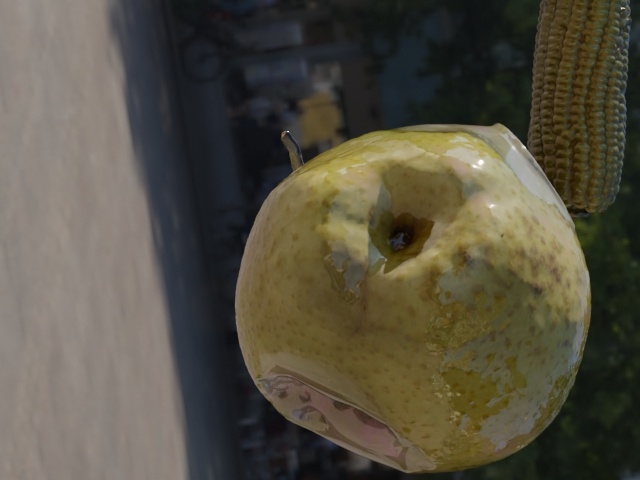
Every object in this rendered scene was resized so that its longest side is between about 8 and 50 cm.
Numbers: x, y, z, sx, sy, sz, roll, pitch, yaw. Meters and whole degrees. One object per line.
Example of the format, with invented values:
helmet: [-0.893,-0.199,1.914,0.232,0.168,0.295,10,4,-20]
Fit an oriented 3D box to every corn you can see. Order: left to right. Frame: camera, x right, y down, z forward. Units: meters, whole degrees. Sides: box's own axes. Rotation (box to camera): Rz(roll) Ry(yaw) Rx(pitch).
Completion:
corn: [0.204,-0.132,1.191,0.080,0.080,0.231,-100,-165,-87]

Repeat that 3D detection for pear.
pear: [0.064,0.040,1.076,0.271,0.271,0.271,171,-90,-90]

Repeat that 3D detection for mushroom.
mushroom: [0.006,0.000,1.480,0.286,0.028,0.026,72,24,-46]
